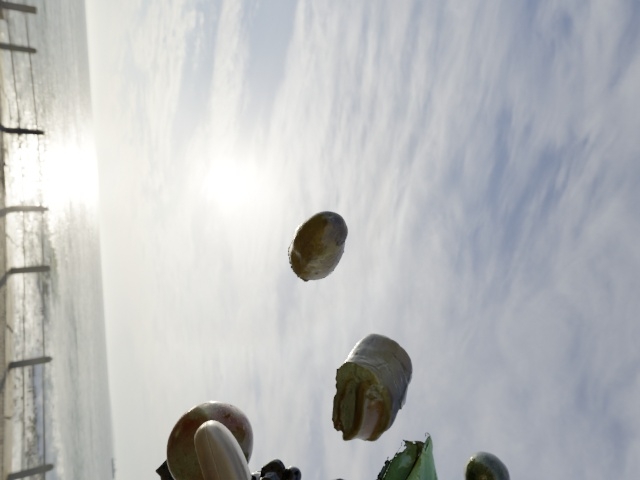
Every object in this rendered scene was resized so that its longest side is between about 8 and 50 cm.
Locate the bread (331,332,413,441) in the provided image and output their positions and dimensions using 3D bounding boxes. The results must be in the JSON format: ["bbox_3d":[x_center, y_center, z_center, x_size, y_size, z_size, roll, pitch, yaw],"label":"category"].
[{"bbox_3d":[0.187,0.474,1.362,0.210,0.341,0.300,17,-73,20],"label":"bread"}]

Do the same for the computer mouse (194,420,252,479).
[{"bbox_3d":[-0.188,0.487,0.848,0.236,0.082,0.145,63,-16,20],"label":"computer mouse"}]

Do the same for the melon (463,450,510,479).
[{"bbox_3d":[0.430,0.612,1.068,0.114,0.167,0.114,-12,-116,25],"label":"melon"}]

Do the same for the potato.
[{"bbox_3d":[0.000,0.000,1.533,0.266,0.229,0.229,120,-42,-58],"label":"potato"}]

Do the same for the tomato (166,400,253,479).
[{"bbox_3d":[-0.337,0.648,1.280,0.223,0.270,0.270,-177,-95,-64],"label":"tomato"}]

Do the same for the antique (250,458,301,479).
[{"bbox_3d":[-0.192,0.827,1.273,0.322,0.255,0.185,-27,-91,39],"label":"antique"}]

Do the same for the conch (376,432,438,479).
[{"bbox_3d":[0.219,0.605,1.026,0.143,0.137,0.250,-39,-153,23],"label":"conch"}]

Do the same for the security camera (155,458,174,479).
[{"bbox_3d":[-0.548,0.937,1.651,0.191,0.197,0.277,42,-44,4],"label":"security camera"}]

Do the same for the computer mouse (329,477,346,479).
[{"bbox_3d":[0.065,0.637,0.852,0.086,0.138,0.269,-13,-81,40],"label":"computer mouse"}]
